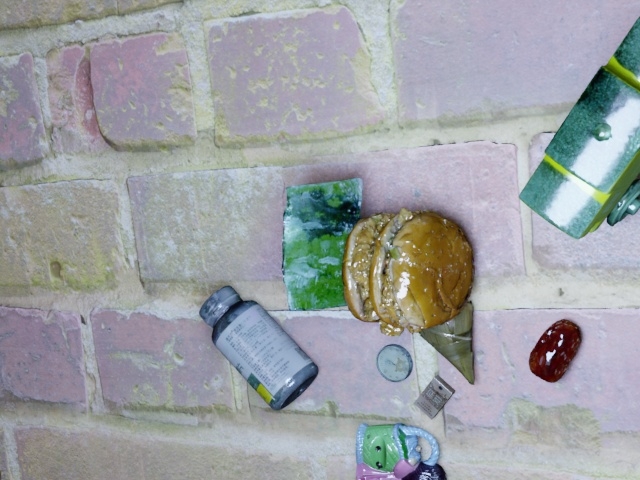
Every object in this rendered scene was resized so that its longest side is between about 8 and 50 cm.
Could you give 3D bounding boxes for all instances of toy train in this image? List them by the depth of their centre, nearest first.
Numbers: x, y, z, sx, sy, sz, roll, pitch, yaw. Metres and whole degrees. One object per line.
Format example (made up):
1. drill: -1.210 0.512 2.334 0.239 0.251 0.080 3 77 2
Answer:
1. toy train: 0.515 -0.189 1.650 0.179 0.272 0.442 40 117 20

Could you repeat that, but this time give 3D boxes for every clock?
1. clock: 0.175 0.492 2.094 0.195 0.100 0.194 5 103 22
2. clock: 0.160 0.267 2.101 0.085 0.017 0.085 7 104 29

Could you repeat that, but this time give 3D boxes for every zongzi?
1. zongzi: 0.244 0.206 2.009 0.160 0.078 0.176 3 105 36

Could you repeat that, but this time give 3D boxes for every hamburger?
1. hamburger: 0.171 0.049 1.916 0.211 0.260 0.245 6 124 39

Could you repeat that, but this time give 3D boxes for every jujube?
1. jujube: 0.456 0.214 1.884 0.077 0.077 0.129 31 108 21

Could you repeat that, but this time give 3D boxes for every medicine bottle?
1. medicine bottle: -0.147 0.237 2.203 0.293 0.141 0.141 46 119 14

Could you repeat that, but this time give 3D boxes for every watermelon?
1. watermelon: 0.014 0.001 2.007 0.151 0.302 0.264 1 94 6

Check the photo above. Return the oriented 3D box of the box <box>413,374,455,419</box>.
1. box: 0.243 0.334 2.063 0.053 0.024 0.083 40 119 17
